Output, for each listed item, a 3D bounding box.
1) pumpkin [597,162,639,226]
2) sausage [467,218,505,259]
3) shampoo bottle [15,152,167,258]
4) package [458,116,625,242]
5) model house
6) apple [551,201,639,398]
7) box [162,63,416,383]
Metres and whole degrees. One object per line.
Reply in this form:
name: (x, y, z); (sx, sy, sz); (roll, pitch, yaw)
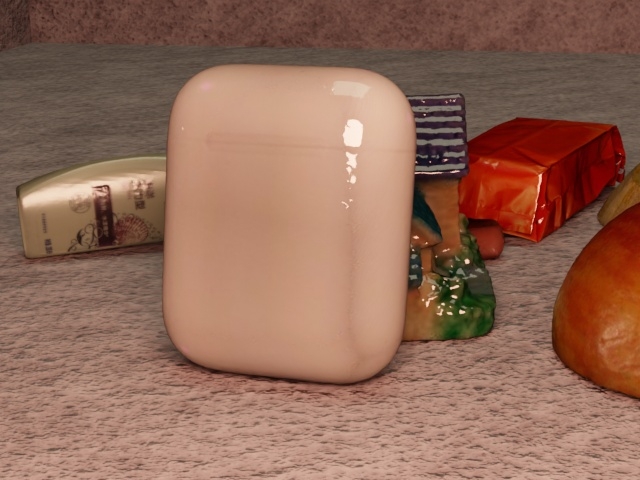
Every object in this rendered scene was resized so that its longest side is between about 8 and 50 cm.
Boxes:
pumpkin: (0.533, -0.076, 2.213); (0.217, 0.110, 0.217); (1, 21, 0)
sausage: (0.215, 0.002, 2.048); (0.094, 0.054, 0.059); (-5, 23, -15)
shampoo bottle: (-0.263, -0.061, 2.148); (0.359, 0.134, 0.078); (-8, 21, -10)
package: (0.334, -0.107, 2.299); (0.196, 0.123, 0.423); (11, 21, 31)
model house: (0.092, -0.049, 1.831); (0.245, 0.280, 0.312); (-1, 17, 2)
apple: (0.383, 0.070, 1.617); (0.254, 0.179, 0.346); (-48, 31, -13)
box: (-0.038, -0.020, 1.624); (0.288, 0.349, 0.141); (4, 5, 22)
